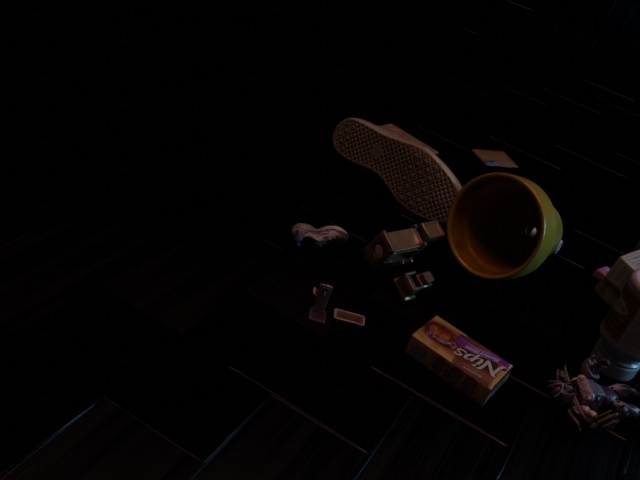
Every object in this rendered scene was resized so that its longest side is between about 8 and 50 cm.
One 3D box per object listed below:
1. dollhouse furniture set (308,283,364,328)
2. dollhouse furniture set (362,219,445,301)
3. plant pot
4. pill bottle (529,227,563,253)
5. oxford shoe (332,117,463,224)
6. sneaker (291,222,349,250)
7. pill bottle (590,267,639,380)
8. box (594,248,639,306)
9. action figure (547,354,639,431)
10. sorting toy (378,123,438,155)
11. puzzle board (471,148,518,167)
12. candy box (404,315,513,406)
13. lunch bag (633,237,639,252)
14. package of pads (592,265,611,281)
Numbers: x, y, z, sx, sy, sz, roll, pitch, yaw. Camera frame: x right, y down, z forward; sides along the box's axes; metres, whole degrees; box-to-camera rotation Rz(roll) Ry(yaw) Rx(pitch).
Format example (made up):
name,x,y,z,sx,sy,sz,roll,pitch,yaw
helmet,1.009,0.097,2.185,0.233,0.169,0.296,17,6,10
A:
name,x,y,z,sx,sy,sz,roll,pitch,yaw
dollhouse furniture set,0.042,0.120,1.548,0.114,0.081,0.091,16,32,-4
dollhouse furniture set,0.216,0.057,1.758,0.182,0.101,0.161,-10,66,-38
plant pot,0.475,-0.030,1.868,0.254,0.254,0.239,41,23,32
pill bottle,0.608,-0.001,2.057,0.083,0.043,0.043,33,35,23
oxford shoe,0.225,-0.197,2.072,0.449,0.169,0.130,38,17,30
sneaker,0.000,0.000,1.752,0.135,0.052,0.058,3,44,-10
pill bottle,0.676,0.184,1.630,0.131,0.229,0.131,13,32,-8
box,0.809,0.144,1.830,0.148,0.127,0.232,-13,51,-37
action figure,0.587,0.314,1.516,0.285,0.099,0.185,11,41,-4
sorting toy,0.234,-0.293,2.330,0.193,0.038,0.208,37,32,27
puzzle board,0.566,-0.265,2.474,0.128,0.011,0.096,1,37,-25
candy box,0.274,0.237,1.515,0.186,0.053,0.109,33,34,25
lunch bag,0.927,0.008,2.080,0.090,0.176,0.219,27,32,14
package of pads,0.757,0.103,1.984,0.050,0.032,0.083,-12,43,-37
